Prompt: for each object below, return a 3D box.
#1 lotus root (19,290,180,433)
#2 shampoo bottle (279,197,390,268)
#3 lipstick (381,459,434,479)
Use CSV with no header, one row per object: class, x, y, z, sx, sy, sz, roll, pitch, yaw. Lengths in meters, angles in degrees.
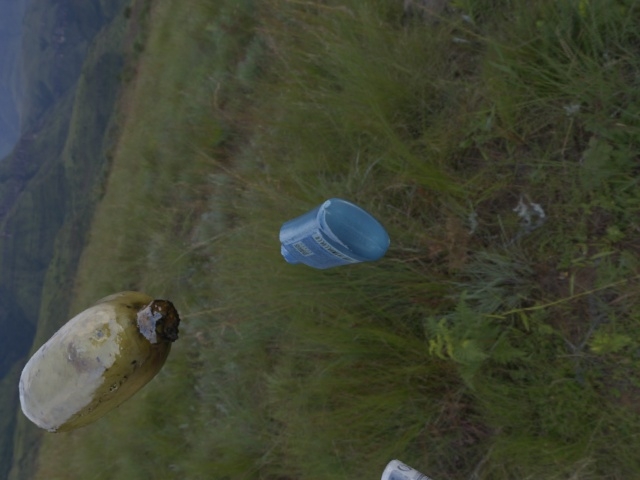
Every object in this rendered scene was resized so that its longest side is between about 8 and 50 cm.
lotus root,-0.312,0.166,0.752,0.284,0.146,0.160,-32,32,20
shampoo bottle,0.000,0.000,0.768,0.061,0.104,0.258,-61,14,-16
lipstick,0.135,0.297,0.594,0.141,0.040,0.040,20,108,31
